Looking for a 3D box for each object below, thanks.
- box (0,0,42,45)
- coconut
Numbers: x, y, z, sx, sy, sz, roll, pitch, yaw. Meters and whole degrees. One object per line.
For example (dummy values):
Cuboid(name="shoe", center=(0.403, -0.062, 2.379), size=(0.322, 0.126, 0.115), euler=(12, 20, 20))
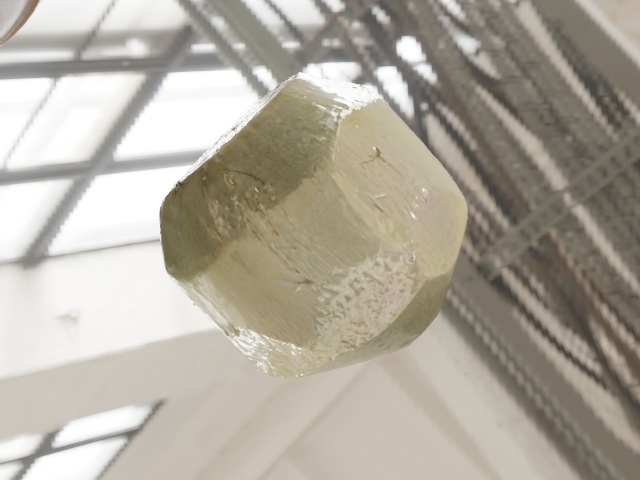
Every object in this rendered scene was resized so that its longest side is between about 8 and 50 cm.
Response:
Cuboid(name="box", center=(-0.197, -0.221, 0.689), size=(0.301, 0.301, 0.216), euler=(-1, -116, 39))
Cuboid(name="coconut", center=(-0.001, 0.001, 0.911), size=(0.162, 0.161, 0.161), euler=(47, -54, -7))
